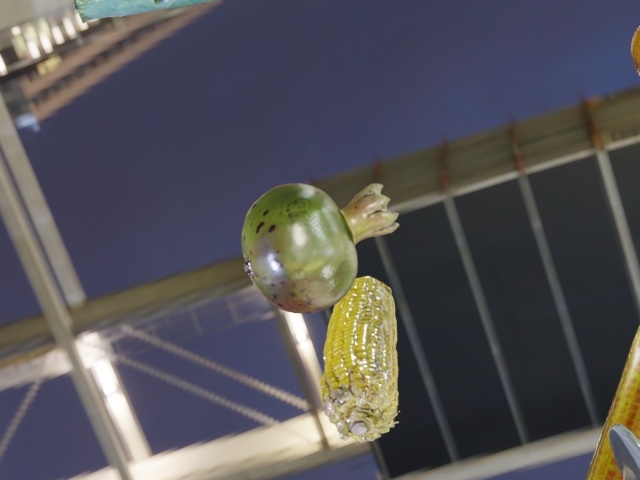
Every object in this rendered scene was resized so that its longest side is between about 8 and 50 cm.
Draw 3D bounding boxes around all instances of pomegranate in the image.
[{"bbox_3d":[0.000,0.000,1.274,0.142,0.114,0.114,-24,-161,-8],"label":"pomegranate"}]

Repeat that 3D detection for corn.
[{"bbox_3d":[0.057,0.160,2.063,0.115,0.115,0.318,-16,-150,11],"label":"corn"}]

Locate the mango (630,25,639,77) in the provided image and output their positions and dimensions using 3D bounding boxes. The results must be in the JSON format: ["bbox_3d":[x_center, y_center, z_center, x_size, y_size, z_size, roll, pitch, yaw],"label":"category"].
[{"bbox_3d":[0.286,-0.119,1.101,0.077,0.063,0.127,-11,-135,-41],"label":"mango"}]

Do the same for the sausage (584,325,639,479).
[{"bbox_3d":[0.308,0.186,1.321,0.125,0.117,0.317,11,-104,48],"label":"sausage"}]

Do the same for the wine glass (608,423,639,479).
[{"bbox_3d":[0.068,0.168,0.653,0.202,0.093,0.093,-27,-161,-2],"label":"wine glass"}]

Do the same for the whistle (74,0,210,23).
[{"bbox_3d":[-0.051,-0.160,0.856,0.186,0.039,0.039,-9,-161,2],"label":"whistle"}]
